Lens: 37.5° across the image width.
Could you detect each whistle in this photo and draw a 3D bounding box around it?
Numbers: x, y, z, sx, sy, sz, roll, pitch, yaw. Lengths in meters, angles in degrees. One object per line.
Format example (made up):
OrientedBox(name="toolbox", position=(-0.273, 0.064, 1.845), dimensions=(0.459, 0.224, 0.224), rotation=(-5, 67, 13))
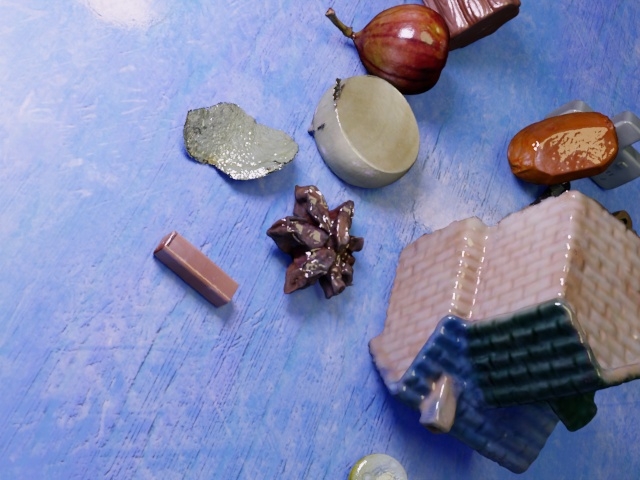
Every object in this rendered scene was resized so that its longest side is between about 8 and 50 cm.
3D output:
OrientedBox(name="whistle", position=(0.119, 0.460, 1.616), dimensions=(0.104, 0.057, 0.198), rotation=(-21, 72, -21))

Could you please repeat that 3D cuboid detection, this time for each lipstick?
OrientedBox(name="lipstick", position=(-0.205, 0.048, 1.561), dimensions=(0.145, 0.045, 0.045), rotation=(42, 50, -18))

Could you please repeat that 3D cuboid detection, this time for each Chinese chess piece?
OrientedBox(name="Chinese chess piece", position=(0.089, -0.217, 1.868), dimensions=(0.238, 0.092, 0.237), rotation=(14, 65, -33))

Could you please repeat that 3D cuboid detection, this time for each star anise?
OrientedBox(name="star anise", position=(0.000, -0.007, 1.711), dimensions=(0.214, 0.099, 0.219), rotation=(12, 65, -45))

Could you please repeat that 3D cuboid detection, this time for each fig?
OrientedBox(name="fig", position=(0.142, -0.403, 1.956), dimensions=(0.250, 0.186, 0.203), rotation=(8, 35, 9))

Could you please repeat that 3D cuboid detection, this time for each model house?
OrientedBox(name="model house", position=(0.362, 0.200, 1.681), dimensions=(0.395, 0.445, 0.400), rotation=(39, 51, -22))

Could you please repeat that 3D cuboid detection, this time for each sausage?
OrientedBox(name="sausage", position=(0.549, -0.208, 2.147), dimensions=(0.268, 0.141, 0.153), rotation=(-14, 97, -13))

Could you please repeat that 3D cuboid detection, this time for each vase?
OrientedBox(name="vase", position=(0.519, -0.093, 2.176), dimensions=(0.059, 0.059, 0.167), rotation=(54, 49, -8))

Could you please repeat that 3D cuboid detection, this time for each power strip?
OrientedBox(name="power strip", position=(0.684, -0.242, 2.276), dimensions=(0.265, 0.194, 0.059), rotation=(37, 51, -20))

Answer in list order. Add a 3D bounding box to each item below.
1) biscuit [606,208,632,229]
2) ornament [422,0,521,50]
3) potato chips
OrientedBox(name="biscuit", position=(0.658, -0.022, 2.268), dimensions=(0.320, 0.047, 0.183), rotation=(-3, 77, -40))
OrientedBox(name="ornament", position=(0.315, -0.568, 2.118), dimensions=(0.235, 0.221, 0.217), rotation=(-27, 86, -15))
OrientedBox(name="potato chips", position=(-0.145, -0.186, 1.697), dimensions=(0.228, 0.059, 0.167), rotation=(23, 53, -24))
